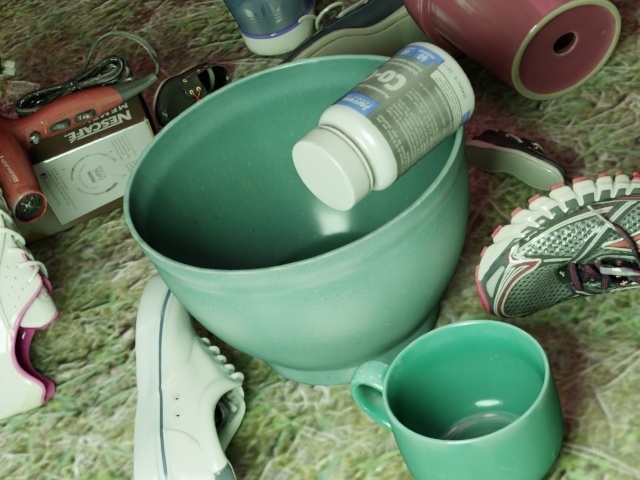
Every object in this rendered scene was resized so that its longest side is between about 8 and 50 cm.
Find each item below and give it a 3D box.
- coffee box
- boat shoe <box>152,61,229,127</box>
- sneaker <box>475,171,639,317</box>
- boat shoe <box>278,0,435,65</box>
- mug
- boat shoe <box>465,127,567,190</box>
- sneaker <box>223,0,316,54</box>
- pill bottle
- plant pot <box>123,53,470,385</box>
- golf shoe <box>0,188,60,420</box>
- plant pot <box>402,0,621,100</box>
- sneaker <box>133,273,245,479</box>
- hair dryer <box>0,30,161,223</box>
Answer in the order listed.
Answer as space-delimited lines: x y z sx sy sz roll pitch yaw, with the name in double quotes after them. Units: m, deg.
-0.298 -0.084 1.585 0.247 0.098 0.141 -22 40 -2 "coffee box"
-0.148 -0.167 1.652 0.042 0.049 0.133 0 27 28 "boat shoe"
0.274 0.003 1.214 0.299 0.121 0.112 -19 57 9 "sneaker"
0.040 -0.222 1.610 0.254 0.095 0.079 -36 42 -23 "boat shoe"
0.115 0.134 1.133 0.129 0.097 0.158 -30 38 -13 "mug"
0.194 -0.081 1.410 0.038 0.046 0.125 -44 35 -21 "boat shoe"
-0.081 -0.396 1.763 0.130 0.236 0.322 -14 38 8 "sneaker"
0.048 -0.088 1.130 0.137 0.078 0.078 -40 42 -25 "pill bottle"
0.000 0.000 1.269 0.293 0.196 0.293 -12 38 10 "plant pot"
-0.308 0.020 1.357 0.140 0.306 0.115 0 1 5 "golf shoe"
0.207 -0.249 1.507 0.201 0.201 0.180 -26 54 -8 "plant pot"
-0.110 0.130 1.259 0.091 0.094 0.258 -6 46 0 "sneaker"
-0.294 -0.128 1.492 0.224 0.080 0.293 -7 44 12 "hair dryer"
